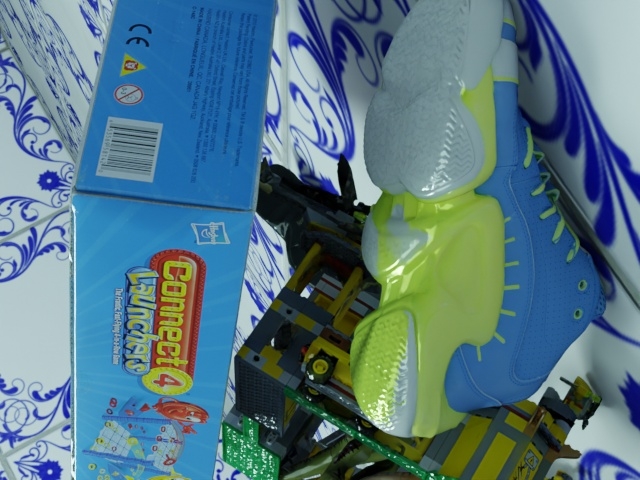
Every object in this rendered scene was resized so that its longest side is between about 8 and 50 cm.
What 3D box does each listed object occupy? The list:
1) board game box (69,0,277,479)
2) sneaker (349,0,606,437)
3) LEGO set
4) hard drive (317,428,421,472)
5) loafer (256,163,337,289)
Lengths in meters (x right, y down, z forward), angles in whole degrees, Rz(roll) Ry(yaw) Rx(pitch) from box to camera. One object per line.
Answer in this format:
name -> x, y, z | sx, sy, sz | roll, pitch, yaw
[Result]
board game box -> -0.084, -0.036, 0.807 | 0.302, 0.086, 0.308 | 102, 174, -50
sneaker -> 0.088, -0.015, 0.685 | 0.091, 0.126, 0.240 | -136, 52, -56
LEGO set -> 0.067, 0.089, 0.899 | 0.255, 0.192, 0.331 | 27, 156, 18
hard drive -> 0.099, 0.311, 1.407 | 0.237, 0.064, 0.339 | 61, 167, -1
loafer -> 0.000, 0.000, 1.155 | 0.061, 0.062, 0.170 | 41, -169, -50
